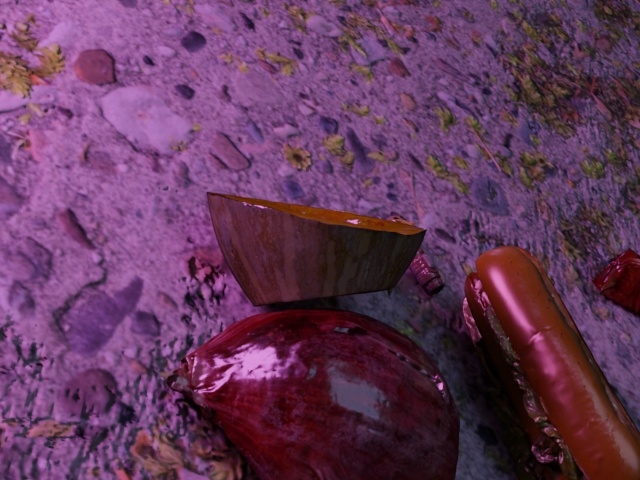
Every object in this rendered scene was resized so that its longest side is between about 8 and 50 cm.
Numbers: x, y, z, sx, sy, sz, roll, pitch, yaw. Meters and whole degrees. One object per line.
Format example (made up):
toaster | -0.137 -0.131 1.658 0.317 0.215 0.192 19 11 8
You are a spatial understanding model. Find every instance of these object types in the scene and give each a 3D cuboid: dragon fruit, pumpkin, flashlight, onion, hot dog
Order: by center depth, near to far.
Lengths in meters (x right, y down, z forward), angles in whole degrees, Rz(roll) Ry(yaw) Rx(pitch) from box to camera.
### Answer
onion | 0.007 0.140 1.175 0.284 0.120 0.227 19 37 -24
pumpkin | -0.009 0.016 1.282 0.217 0.217 0.110 9 87 -33
hot dog | 0.228 0.158 1.333 0.100 0.135 0.337 -12 57 -20
flashlight | 0.100 0.010 1.453 0.052 0.031 0.110 -11 59 -46
dragon fruit | 0.411 0.058 1.636 0.131 0.063 0.097 41 38 3
